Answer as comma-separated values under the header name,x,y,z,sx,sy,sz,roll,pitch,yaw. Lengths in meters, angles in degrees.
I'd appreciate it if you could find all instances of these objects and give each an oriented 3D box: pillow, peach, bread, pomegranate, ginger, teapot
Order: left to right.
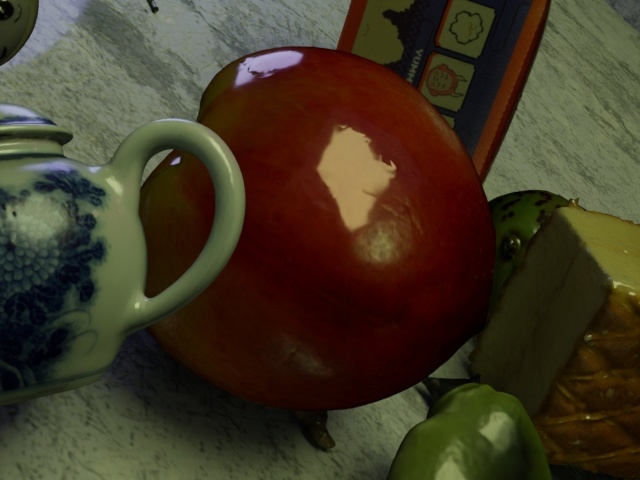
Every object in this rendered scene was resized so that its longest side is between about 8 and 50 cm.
name,x,y,z,sx,sy,sz,roll,pitch,yaw
teapot,-0.269,-0.009,0.910,0.252,0.424,0.280,0,81,-83
ginger,-0.011,0.182,1.223,0.097,0.030,0.048,47,29,9
peach,0.000,0.000,1.138,0.388,0.388,0.388,29,34,-22
pillow,0.185,0.227,1.375,0.090,0.048,0.150,19,41,-44
pomegranate,0.305,0.037,1.614,0.211,0.211,0.263,60,10,25
bread,0.373,0.134,1.425,0.279,0.279,0.207,14,29,-27

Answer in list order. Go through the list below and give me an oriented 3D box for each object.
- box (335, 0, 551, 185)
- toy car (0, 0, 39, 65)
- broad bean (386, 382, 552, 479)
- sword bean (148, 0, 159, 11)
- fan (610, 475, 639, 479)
name,x,y,z,sx,sy,sz,roll,pitch,yaw
box,0.160,-0.279,1.594,0.257,0.318,0.348,17,23,0
toy car,-0.358,-0.231,1.069,0.226,0.242,0.336,16,22,-31
broad bean,0.155,0.285,1.151,0.238,0.119,0.291,31,57,-37
sword bean,-0.248,-0.358,1.617,0.012,0.012,0.083,10,46,-43
fan,0.449,0.352,1.504,0.130,0.074,0.244,37,32,-13
